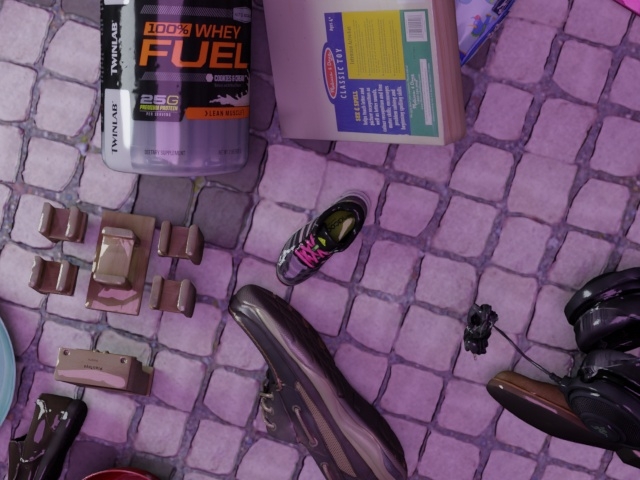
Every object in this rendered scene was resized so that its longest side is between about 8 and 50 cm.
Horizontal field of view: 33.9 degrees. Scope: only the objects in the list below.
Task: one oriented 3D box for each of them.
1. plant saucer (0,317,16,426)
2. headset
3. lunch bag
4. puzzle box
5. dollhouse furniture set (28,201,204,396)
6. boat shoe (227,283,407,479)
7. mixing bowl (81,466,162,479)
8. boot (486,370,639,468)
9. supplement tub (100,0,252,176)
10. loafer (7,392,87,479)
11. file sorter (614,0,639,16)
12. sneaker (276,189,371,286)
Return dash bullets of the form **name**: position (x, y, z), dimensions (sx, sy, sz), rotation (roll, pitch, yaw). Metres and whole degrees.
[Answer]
- **plant saucer**: position (-0.589, 0.176, 1.517), dimensions (0.317, 0.044, 0.318), rotation (1, 100, 4)
- **headset**: position (0.381, 0.138, 1.341), dimensions (0.394, 0.185, 0.243), rotation (4, 62, 7)
- **lunch bag**: position (0.136, -0.332, 1.361), dimensions (0.219, 0.090, 0.176), rotation (40, 104, -3)
- **puzzle box**: position (0.038, -0.321, 1.287), dimensions (0.272, 0.052, 0.409), rotation (8, 113, 40)
- **dollhouse furniture set**: position (-0.282, 0.086, 1.458), dimensions (0.212, 0.161, 0.242), rotation (8, 78, 2)
- **boat shoe**: position (-0.024, 0.224, 1.447), dimensions (0.130, 0.132, 0.355), rotation (-37, 95, 9)
- **mixing bowl**: position (-0.276, 0.398, 1.509), dimensions (0.181, 0.098, 0.181), rotation (1, 100, 4)
- **boot**: position (0.381, 0.228, 1.455), dimensions (0.305, 0.112, 0.115), rotation (20, 75, 0)
- **supplement tub**: position (-0.184, -0.246, 1.341), dimensions (0.193, 0.193, 0.316), rotation (2, 100, 3)
- **loafer**: position (-0.415, 0.313, 1.520), dimensions (0.078, 0.080, 0.220), rotation (29, 95, 8)
- **file sorter**: position (0.548, -0.319, 1.290), dimensions (0.290, 0.182, 0.202), rotation (30, 101, -2)
- **sneaker**: position (0.000, 0.000, 1.433), dimensions (0.170, 0.075, 0.063), rotation (-43, 95, 10)
